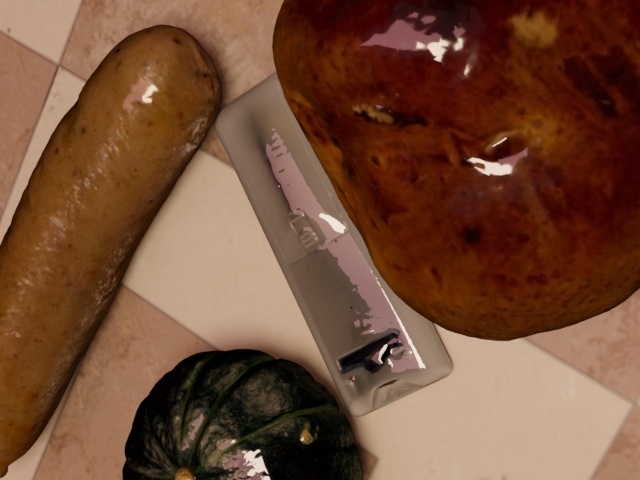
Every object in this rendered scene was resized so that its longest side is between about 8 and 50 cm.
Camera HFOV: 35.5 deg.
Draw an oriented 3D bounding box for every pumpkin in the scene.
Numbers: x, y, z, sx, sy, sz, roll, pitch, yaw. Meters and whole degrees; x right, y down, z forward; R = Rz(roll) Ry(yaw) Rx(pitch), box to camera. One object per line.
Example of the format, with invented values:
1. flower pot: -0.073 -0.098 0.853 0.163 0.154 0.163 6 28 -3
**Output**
1. pumpkin: -0.071 0.205 0.878 0.221 0.162 0.220 -4 82 32

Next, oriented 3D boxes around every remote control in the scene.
1. remote control: 0.000 0.000 0.894 0.109 0.055 0.312 -30 80 25

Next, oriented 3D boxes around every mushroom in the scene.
1. mushroom: 0.142 -0.112 0.756 0.346 0.259 0.345 2 111 4

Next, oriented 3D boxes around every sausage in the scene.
1. sausage: -0.244 0.014 0.978 0.136 0.123 0.500 44 112 35
